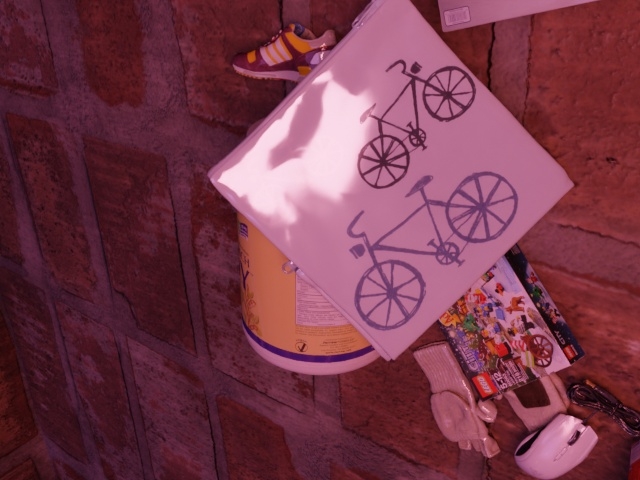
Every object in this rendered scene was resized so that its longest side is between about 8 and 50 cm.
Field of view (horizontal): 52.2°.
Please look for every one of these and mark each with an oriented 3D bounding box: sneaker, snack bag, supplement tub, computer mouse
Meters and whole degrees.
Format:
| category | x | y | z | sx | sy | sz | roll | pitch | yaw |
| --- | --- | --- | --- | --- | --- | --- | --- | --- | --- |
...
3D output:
| category | x | y | z | sx | sy | sz | roll | pitch | yaw |
| --- | --- | --- | --- | --- | --- | --- | --- | --- | --- |
| sneaker | -0.052 | -0.281 | 0.972 | 0.186 | 0.070 | 0.083 | 14 | 113 | 29 |
| snack bag | 0.082 | -0.067 | 0.780 | 0.342 | 0.037 | 0.323 | 43 | 95 | -14 |
| supplement tub | 0.000 | 0.000 | 0.948 | 0.241 | 0.241 | 0.331 | 21 | 125 | 32 |
| computer mouse | 0.343 | 0.279 | 0.903 | 0.106 | 0.042 | 0.193 | 34 | 121 | 3 |

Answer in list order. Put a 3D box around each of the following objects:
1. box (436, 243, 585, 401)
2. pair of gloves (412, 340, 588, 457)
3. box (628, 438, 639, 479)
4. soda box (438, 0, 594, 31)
| category | x | y | z | sx | sy | sz | roll | pitch | yaw |
| --- | --- | --- | --- | --- | --- | --- | --- | --- | --- |
| box | 0.230 | 0.089 | 0.903 | 0.159 | 0.044 | 0.233 | -42 | 71 | 45 |
| pair of gloves | 0.261 | 0.248 | 0.996 | 0.240 | 0.042 | 0.204 | -13 | 104 | 45 |
| box | 0.429 | 0.326 | 0.726 | 0.123 | 0.257 | 0.128 | 32 | 132 | 6 |
| soda box | 0.263 | -0.287 | 0.662 | 0.286 | 0.098 | 0.091 | 2 | 113 | 40 |
